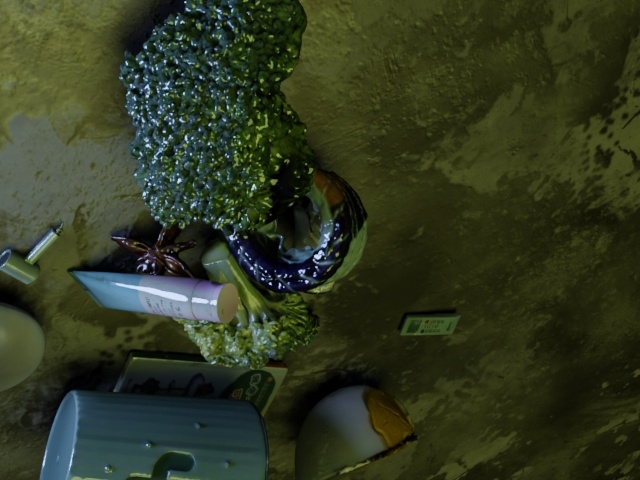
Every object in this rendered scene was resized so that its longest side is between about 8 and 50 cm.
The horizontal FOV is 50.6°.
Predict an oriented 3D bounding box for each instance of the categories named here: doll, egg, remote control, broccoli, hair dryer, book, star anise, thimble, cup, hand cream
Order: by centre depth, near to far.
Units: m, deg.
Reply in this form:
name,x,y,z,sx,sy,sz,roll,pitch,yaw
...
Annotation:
name,x,y,z,sx,sy,sz,roll,pitch,yaw
broccoli,-0.142,-0.173,0.990,0.277,0.338,0.317,-3,157,10
remote control,-0.627,0.169,1.125,0.221,0.103,0.332,-44,133,19
hair dryer,-0.475,0.014,1.131,0.124,0.038,0.063,-45,133,4
hand cream,-0.290,0.094,1.174,0.312,0.070,0.111,5,143,25
thimble,-0.044,-0.023,1.187,0.237,0.237,0.150,-49,165,15
star anise,-0.280,0.030,1.226,0.141,0.158,0.144,-21,169,-2
broccoli,-0.156,0.103,1.273,0.247,0.263,0.243,-47,134,-33
cup,-0.322,0.490,1.318,0.392,0.400,0.310,16,144,-27
doll,-0.055,0.184,1.460,0.113,0.076,0.078,24,121,-38
book,-0.283,0.360,1.509,0.371,0.043,0.260,11,121,-33
egg,0.062,0.474,1.673,0.337,0.201,0.337,-22,159,-9
remote control,0.273,0.206,1.685,0.162,0.029,0.061,3,123,-24

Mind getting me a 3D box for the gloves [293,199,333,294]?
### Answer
name,x,y,z,sx,sy,sz,roll,pitch,yaw
gloves,-0.002,0.000,1.319,0.119,0.097,0.229,-5,126,-22
